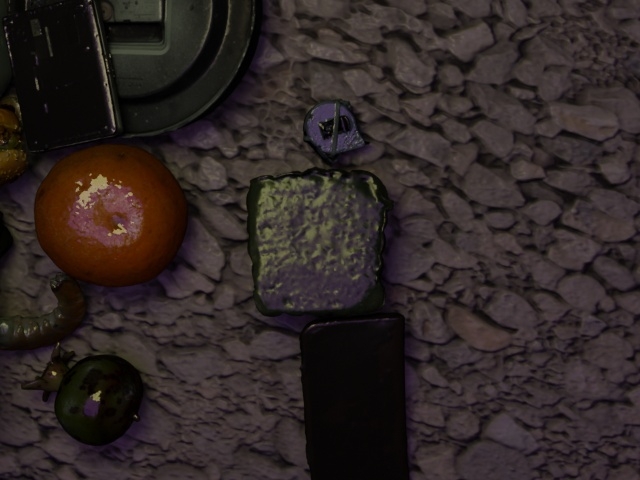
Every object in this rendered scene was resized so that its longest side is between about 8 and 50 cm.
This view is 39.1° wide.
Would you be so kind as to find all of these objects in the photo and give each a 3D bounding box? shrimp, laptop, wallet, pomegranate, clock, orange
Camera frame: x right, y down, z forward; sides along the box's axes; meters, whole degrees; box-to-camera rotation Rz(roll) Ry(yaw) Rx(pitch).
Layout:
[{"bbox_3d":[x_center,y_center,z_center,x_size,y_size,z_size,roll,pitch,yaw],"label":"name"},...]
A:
[{"bbox_3d":[-0.438,0.109,1.371,0.161,0.049,0.166,1,139,-25],"label":"shrimp"},{"bbox_3d":[-0.375,-0.240,1.309,0.154,0.026,0.207,-10,94,13],"label":"laptop"},{"bbox_3d":[0.055,0.259,1.405,0.165,0.042,0.309,-4,109,1],"label":"wallet"},{"bbox_3d":[-0.354,0.237,1.394,0.169,0.148,0.148,29,96,35],"label":"pomegranate"},{"bbox_3d":[-0.271,-0.341,1.332,0.386,0.076,0.386,1,96,11],"label":"clock"},{"bbox_3d":[-0.310,-0.036,1.344,0.224,0.170,0.224,-1,96,-10],"label":"orange"}]

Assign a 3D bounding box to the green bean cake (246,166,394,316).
[{"bbox_3d":[0.000,0.000,1.370,0.222,0.125,0.227,-1,93,2],"label":"green bean cake"}]

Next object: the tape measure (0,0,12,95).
[{"bbox_3d":[-0.583,-0.287,1.344,0.246,0.125,0.243,5,98,3],"label":"tape measure"}]

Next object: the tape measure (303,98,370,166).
[{"bbox_3d":[0.018,-0.169,1.389,0.091,0.054,0.094,-31,96,-3],"label":"tape measure"}]

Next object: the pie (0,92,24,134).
[{"bbox_3d":[-0.500,-0.192,1.404,0.084,0.020,0.084,0,95,2],"label":"pie"}]

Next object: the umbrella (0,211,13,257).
[{"bbox_3d":[-0.519,0.092,1.333,0.118,0.118,0.340,-11,66,1],"label":"umbrella"}]

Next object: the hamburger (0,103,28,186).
[{"bbox_3d":[-0.527,-0.122,1.307,0.191,0.182,0.118,-11,83,-33],"label":"hamburger"}]
